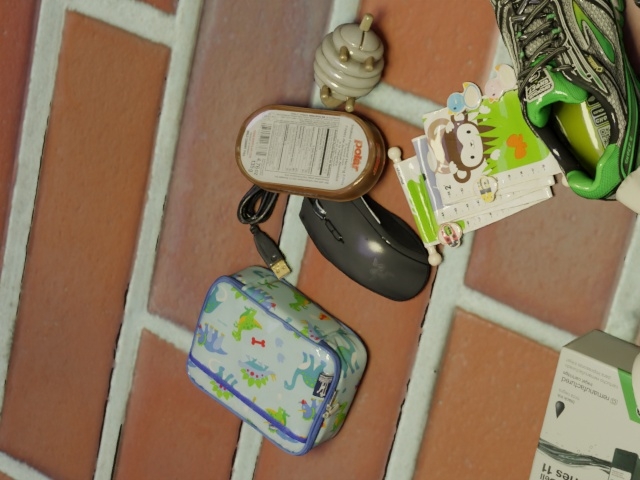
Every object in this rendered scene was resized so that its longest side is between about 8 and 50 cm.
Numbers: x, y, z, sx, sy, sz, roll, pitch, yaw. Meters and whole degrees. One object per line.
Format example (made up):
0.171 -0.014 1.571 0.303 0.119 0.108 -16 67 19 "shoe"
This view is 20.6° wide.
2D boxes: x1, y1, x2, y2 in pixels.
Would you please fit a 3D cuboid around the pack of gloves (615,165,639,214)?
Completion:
0.384 -0.088 1.700 0.195 0.046 0.232 -60 31 9 "pack of gloves"

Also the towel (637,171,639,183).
0.459 -0.090 1.666 0.271 0.040 0.370 -61 31 5 "towel"

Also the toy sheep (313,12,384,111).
0.034 -0.208 2.050 0.091 0.091 0.132 45 127 17 "toy sheep"

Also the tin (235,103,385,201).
-0.015 -0.105 2.099 0.190 0.040 0.106 8 89 26 "tin"

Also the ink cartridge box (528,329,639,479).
0.326 0.226 1.955 0.153 0.087 0.208 22 113 29 "ink cartridge box"

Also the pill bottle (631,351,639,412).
0.509 0.086 1.715 0.392 0.224 0.224 -40 78 34 "pill bottle"

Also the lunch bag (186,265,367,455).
-0.058 0.153 2.198 0.219 0.090 0.176 36 121 23 "lunch bag"

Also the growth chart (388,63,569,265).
0.182 -0.093 2.019 0.237 0.021 0.172 -30 83 34 "growth chart"

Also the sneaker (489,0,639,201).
0.259 -0.201 1.865 0.134 0.146 0.343 -33 82 35 "sneaker"

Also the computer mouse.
0.000 0.000 2.138 0.262 0.060 0.184 48 122 16 "computer mouse"

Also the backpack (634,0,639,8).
0.337 -0.367 1.730 0.191 0.225 0.253 -31 78 13 "backpack"
